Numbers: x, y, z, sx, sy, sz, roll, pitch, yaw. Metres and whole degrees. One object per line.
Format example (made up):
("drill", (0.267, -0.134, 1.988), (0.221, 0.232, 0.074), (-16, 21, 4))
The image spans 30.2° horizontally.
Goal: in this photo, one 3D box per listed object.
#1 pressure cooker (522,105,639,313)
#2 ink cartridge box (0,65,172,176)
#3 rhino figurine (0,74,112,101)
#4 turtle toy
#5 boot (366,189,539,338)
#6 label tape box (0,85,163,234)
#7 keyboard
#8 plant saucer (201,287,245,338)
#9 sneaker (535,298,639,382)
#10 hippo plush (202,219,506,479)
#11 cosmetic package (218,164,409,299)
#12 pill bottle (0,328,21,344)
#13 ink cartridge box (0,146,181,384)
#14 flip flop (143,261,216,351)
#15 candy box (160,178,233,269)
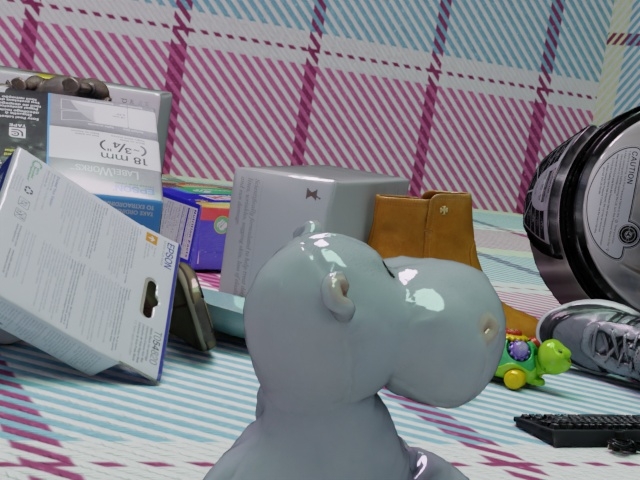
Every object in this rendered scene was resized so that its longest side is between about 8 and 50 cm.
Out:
("pressure cooker", (0.532, -0.034, 1.826), (0.376, 0.369, 0.420), (-31, -1, -2))
("ink cartridge box", (-0.503, -0.178, 2.298), (0.385, 0.279, 0.160), (8, 9, 0))
("rhino figurine", (-0.446, -0.227, 1.884), (0.243, 0.073, 0.106), (4, 8, 16))
("turtle toy", (0.250, 0.146, 1.485), (0.130, 0.066, 0.095), (12, 8, 27))
("boot", (0.209, 0.036, 1.725), (0.295, 0.211, 0.104), (7, 8, -12))
("label tape box", (-0.341, -0.063, 1.622), (0.241, 0.106, 0.333), (6, 40, -17))
("keyboard", (0.309, 0.205, 1.279), (0.180, 0.023, 0.108), (4, 9, -28))
("plant saucer", (-0.097, 0.099, 1.499), (0.195, 0.037, 0.195), (14, 1, 0))
("sneaker", (0.410, 0.144, 1.545), (0.269, 0.101, 0.153), (13, 6, 16))
("hippo plush", (0.002, 0.106, 0.823), (0.294, 0.236, 0.234), (7, 8, -13))
("cosmetic package", (0.000, 0.000, 1.764), (0.156, 0.217, 0.385), (11, 5, 20))
("pill bottle", (-0.408, 0.035, 1.350), (0.221, 0.121, 0.121), (15, 10, 41))
("ink cartridge box", (-0.260, 0.034, 1.265), (0.224, 0.045, 0.223), (33, 34, -24))
("flip flop", (-0.211, 0.072, 1.428), (0.080, 0.112, 0.277), (-27, 29, -30))
("candy box", (-0.190, -0.030, 2.125), (0.268, 0.122, 0.317), (4, 10, -38))
